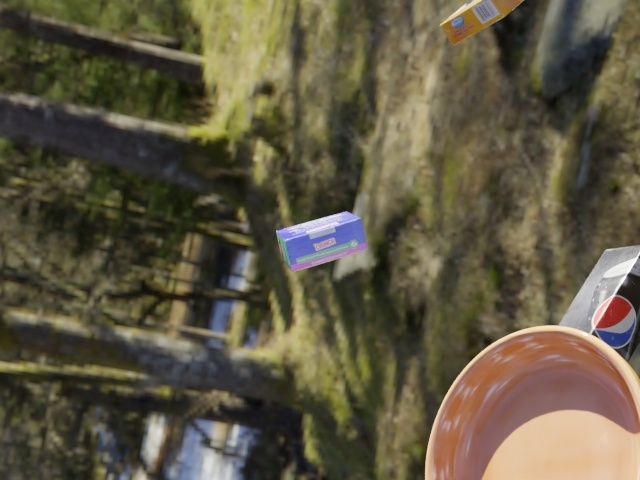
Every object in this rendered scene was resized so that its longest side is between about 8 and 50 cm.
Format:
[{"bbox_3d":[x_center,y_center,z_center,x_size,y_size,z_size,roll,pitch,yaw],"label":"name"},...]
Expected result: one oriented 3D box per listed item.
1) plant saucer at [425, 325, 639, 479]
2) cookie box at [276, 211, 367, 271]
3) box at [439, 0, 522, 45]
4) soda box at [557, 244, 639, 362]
[{"bbox_3d":[0.163,0.163,0.926,0.200,0.037,0.199,-23,55,38],"label":"plant saucer"},{"bbox_3d":[0.000,0.000,1.451,0.107,0.092,0.040,-141,36,-82],"label":"cookie box"},{"bbox_3d":[0.181,-0.240,1.189,0.136,0.028,0.081,-44,11,-30],"label":"box"},{"bbox_3d":[0.265,0.083,1.189,0.169,0.053,0.060,-54,21,-23],"label":"soda box"}]
